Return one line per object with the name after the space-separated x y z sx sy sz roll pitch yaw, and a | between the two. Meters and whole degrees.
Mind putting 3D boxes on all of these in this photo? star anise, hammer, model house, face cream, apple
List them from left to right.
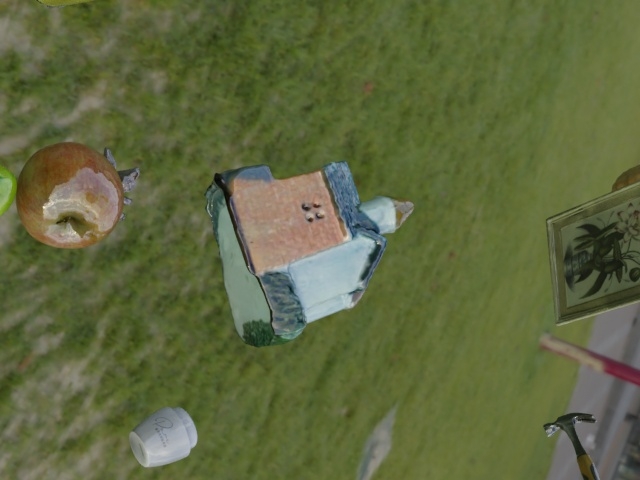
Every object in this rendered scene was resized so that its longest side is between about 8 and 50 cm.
-0.450 -0.084 1.746 0.188 0.188 0.173 79 -2 -53 | apple
-0.440 -0.087 1.965 0.195 0.065 0.182 -41 145 -22 | star anise
-0.260 0.327 1.612 0.095 0.091 0.091 -21 132 -33 | face cream
0.000 0.000 1.419 0.184 0.291 0.253 151 -77 -75 | model house
0.391 0.324 1.428 0.021 0.078 0.201 59 11 -29 | hammer

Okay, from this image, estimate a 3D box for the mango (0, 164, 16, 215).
-0.622 -0.065 1.521 0.273 0.186 0.149 0 75 -57 | mango

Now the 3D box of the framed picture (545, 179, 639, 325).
0.407 0.014 1.367 0.010 0.231 0.172 11 67 -29 | framed picture

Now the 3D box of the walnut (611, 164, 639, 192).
0.606 -0.063 1.717 0.156 0.184 0.155 1 89 -36 | walnut

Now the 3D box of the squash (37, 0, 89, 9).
-0.417 -0.470 1.698 0.123 0.187 0.123 -9 100 -58 | squash
